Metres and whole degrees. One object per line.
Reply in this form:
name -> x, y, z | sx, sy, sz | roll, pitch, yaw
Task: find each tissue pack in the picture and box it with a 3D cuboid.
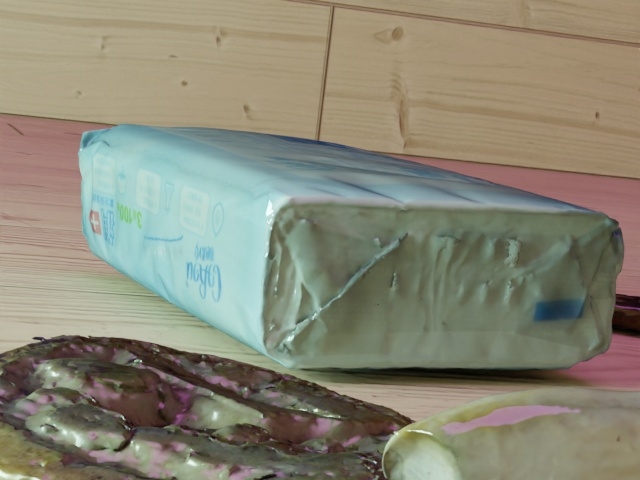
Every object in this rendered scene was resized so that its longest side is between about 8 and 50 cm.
tissue pack -> 0.000, 0.000, 0.722 | 0.177, 0.089, 0.263 | 2, 10, -26

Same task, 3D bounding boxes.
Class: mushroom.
mushroom -> 0.112, 0.063, 0.371 | 0.202, 0.059, 0.054 | 5, -10, -20

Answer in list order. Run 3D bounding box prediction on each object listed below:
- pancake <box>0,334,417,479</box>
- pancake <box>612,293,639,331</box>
pancake -> -0.032, 0.058, 0.428 | 0.158, 0.028, 0.158 | 9, 8, -1
pancake -> 0.197, 0.037, 0.894 | 0.190, 0.020, 0.184 | 8, 7, 5
